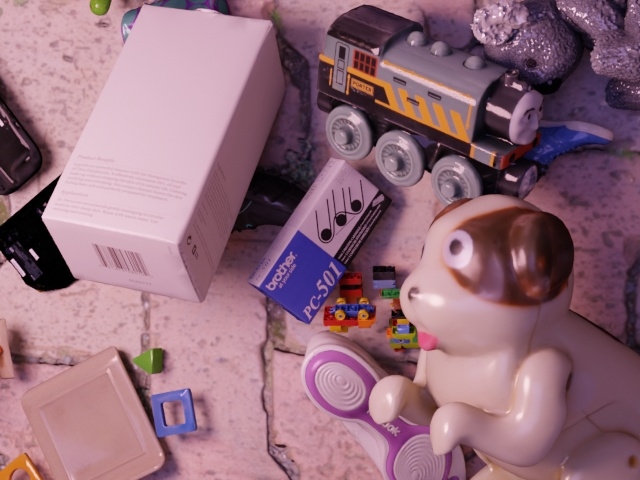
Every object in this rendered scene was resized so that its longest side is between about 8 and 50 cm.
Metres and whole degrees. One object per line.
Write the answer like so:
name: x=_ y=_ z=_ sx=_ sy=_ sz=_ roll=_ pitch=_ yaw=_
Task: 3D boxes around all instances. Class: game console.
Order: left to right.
game console: x=-0.439 y=-0.110 z=1.877 sx=0.213 sy=0.044 sz=0.361 roll=-37 pitch=91 yaw=15

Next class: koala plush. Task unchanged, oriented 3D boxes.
koala plush: x=0.307 y=-0.262 z=1.599 sx=0.221 sy=0.196 sz=0.203 roll=-10 pitch=78 yaw=18

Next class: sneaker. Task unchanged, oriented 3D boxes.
sneaker: x=-0.128 y=-0.053 z=1.793 sx=0.267 sy=0.101 sz=0.106 roll=17 pitch=114 yaw=19
sneaker: x=0.092 y=0.234 z=1.719 sx=0.114 sy=0.152 sz=0.305 roll=-38 pitch=104 yaw=7
sneaker: x=0.304 y=-0.114 z=1.660 sx=0.152 sy=0.058 sz=0.085 roll=7 pitch=88 yaw=21

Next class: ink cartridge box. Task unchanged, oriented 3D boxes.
ink cartridge box: x=0.000 y=0.000 z=1.710 sx=0.097 sy=0.046 sz=0.207 roll=39 pitch=81 yaw=-26

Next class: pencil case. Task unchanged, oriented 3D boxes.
pencil case: x=-0.205 y=-0.309 z=1.810 sx=0.151 sy=0.070 sz=0.065 roll=-7 pitch=47 yaw=19

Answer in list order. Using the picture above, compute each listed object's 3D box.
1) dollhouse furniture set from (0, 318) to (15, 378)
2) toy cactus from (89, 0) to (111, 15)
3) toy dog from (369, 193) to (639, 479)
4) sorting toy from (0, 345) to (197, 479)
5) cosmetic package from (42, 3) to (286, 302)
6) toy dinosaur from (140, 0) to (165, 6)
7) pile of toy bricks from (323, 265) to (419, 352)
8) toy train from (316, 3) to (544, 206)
dollhouse furniture set: x=-0.617 y=0.213 z=1.876 sx=0.259 sy=0.262 sz=0.135 roll=-11 pitch=91 yaw=51
toy cactus: x=-0.285 y=-0.435 z=1.811 sx=0.180 sy=0.112 sz=0.219 roll=-2 pitch=72 yaw=8
toy dog: x=0.253 y=0.140 z=1.510 sx=0.395 sy=0.284 sz=0.408 roll=-33 pitch=111 yaw=-8
sorting toy: x=-0.335 y=0.280 z=1.883 sx=0.347 sy=0.047 sz=0.196 roll=-28 pitch=79 yaw=16
cosmetic package: x=-0.195 y=-0.123 z=1.675 sx=0.196 sy=0.155 sz=0.366 roll=12 pitch=59 yaw=16
toy dinosaur: x=-0.221 y=-0.356 z=1.829 sx=0.090 sy=0.047 sz=0.082 roll=35 pitch=122 yaw=1
pile of toy bricks: x=0.115 y=0.110 z=1.719 sx=0.212 sy=0.118 sz=0.105 roll=0 pitch=126 yaw=7
toy train: x=0.135 y=-0.171 z=1.621 sx=0.334 sy=0.142 sz=0.190 roll=28 pitch=131 yaw=30
